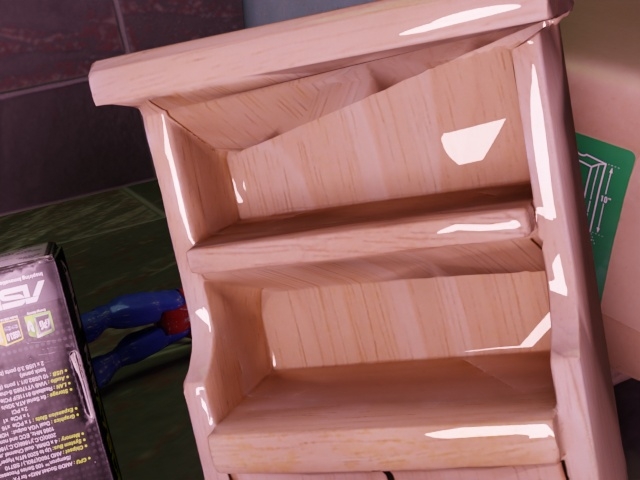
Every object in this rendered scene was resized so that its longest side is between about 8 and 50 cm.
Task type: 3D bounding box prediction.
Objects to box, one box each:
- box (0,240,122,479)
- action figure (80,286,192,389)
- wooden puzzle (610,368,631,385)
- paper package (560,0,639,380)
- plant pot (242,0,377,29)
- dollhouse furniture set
[{"bbox_3d":[-0.186,0.111,0.451,0.191,0.184,0.045,-14,14,-8],"label":"box"},{"bbox_3d":[-0.157,0.060,0.910,0.280,0.091,0.139,-18,21,-27],"label":"action figure"},{"bbox_3d":[0.162,0.020,0.814,0.322,0.080,0.348,-17,12,-25],"label":"wooden puzzle"},{"bbox_3d":[0.235,-0.050,0.608,0.325,0.168,0.309,25,33,34],"label":"paper package"},{"bbox_3d":[0.068,-0.192,0.983,0.341,0.334,0.341,-8,6,1],"label":"plant pot"},{"bbox_3d":[-0.026,0.079,0.252,0.362,0.256,0.394,-7,12,22],"label":"dollhouse furniture set"}]
